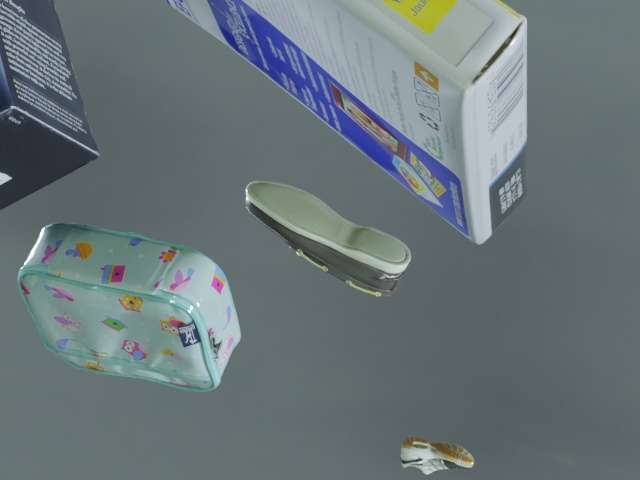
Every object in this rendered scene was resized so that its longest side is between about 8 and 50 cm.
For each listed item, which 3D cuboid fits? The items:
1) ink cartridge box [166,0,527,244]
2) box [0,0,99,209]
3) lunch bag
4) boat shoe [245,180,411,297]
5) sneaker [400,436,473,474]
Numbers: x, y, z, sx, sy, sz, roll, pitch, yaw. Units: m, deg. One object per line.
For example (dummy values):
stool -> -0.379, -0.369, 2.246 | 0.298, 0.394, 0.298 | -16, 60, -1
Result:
ink cartridge box -> -0.001, -0.147, 1.100 | 0.307, 0.072, 0.303 | 41, -7, 16
box -> -0.445, -0.179, 1.922 | 0.296, 0.294, 0.183 | -27, -26, 16
lunch bag -> -0.245, 0.097, 2.252 | 0.279, 0.224, 0.108 | 12, 50, 18
boat shoe -> 0.000, 0.000, 2.167 | 0.227, 0.069, 0.081 | 27, 38, 9
sneaker -> 0.131, 0.248, 1.935 | 0.083, 0.037, 0.032 | 13, 25, 4
